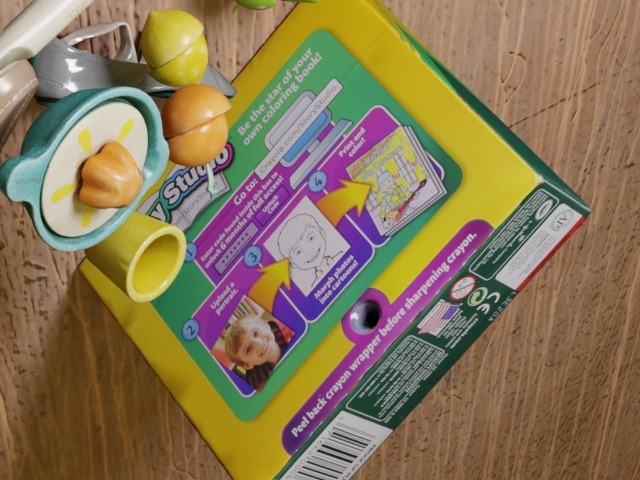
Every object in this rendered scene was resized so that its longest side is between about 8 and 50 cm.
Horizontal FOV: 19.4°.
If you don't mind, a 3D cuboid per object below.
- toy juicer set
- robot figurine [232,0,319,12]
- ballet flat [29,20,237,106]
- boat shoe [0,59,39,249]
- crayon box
[{"bbox_3d":[-0.152,-0.087,1.402,0.209,0.089,0.329,-57,151,-5],"label":"toy juicer set"},{"bbox_3d":[-0.036,-0.236,1.536,0.115,0.067,0.101,-39,137,-3],"label":"robot figurine"},{"bbox_3d":[-0.147,-0.145,1.534,0.213,0.072,0.068,-5,102,-46],"label":"ballet flat"},{"bbox_3d":[-0.297,-0.004,1.462,0.341,0.110,0.121,-53,179,27],"label":"boat shoe"},{"bbox_3d":[0.000,0.000,1.620,0.363,0.313,0.106,-49,143,11],"label":"crayon box"}]
